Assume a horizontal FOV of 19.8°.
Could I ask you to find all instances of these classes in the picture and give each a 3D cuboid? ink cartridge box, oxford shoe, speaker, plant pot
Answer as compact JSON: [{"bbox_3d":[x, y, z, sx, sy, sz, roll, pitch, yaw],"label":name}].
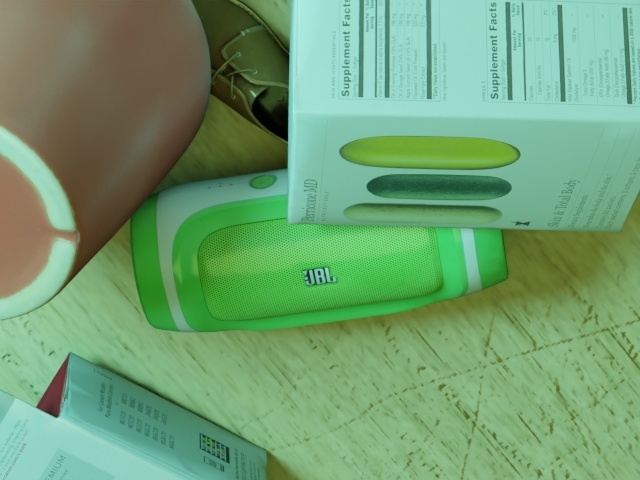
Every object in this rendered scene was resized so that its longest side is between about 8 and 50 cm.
[{"bbox_3d":[-0.236,0.269,1.587,0.272,0.130,0.309,29,107,-14],"label":"ink cartridge box"},{"bbox_3d":[-0.067,-0.143,1.488,0.212,0.076,0.076,33,108,-6],"label":"oxford shoe"},{"bbox_3d":[0.000,0.000,1.505,0.296,0.131,0.131,-8,107,5],"label":"speaker"},{"bbox_3d":[-0.238,-0.087,1.387,0.275,0.243,0.275,7,128,9],"label":"plant pot"}]

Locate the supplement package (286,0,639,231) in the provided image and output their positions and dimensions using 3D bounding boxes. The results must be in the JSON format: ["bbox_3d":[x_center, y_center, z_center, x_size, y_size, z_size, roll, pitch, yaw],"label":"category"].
[{"bbox_3d":[0.109,-0.134,1.369,0.263,0.199,0.198,2,67,-2],"label":"supplement package"}]
